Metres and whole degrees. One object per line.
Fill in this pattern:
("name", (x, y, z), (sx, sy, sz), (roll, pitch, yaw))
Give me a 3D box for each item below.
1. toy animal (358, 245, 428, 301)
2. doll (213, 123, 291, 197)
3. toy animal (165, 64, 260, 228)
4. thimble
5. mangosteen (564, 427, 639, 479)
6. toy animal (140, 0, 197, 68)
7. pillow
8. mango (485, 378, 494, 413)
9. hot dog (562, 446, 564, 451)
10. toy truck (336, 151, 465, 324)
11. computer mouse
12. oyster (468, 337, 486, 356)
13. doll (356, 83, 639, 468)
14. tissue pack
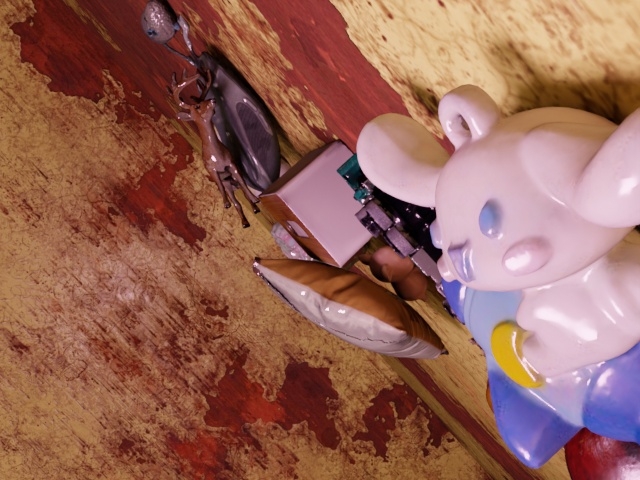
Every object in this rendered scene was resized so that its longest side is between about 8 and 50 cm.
("toy animal", (0.146, 0.063, 1.205), (0.150, 0.089, 0.083), (35, 150, -22))
("doll", (-0.173, -0.177, 1.513), (0.296, 0.117, 0.141), (37, 156, 20))
("toy animal", (-0.195, -0.163, 1.206), (0.260, 0.087, 0.243), (62, 166, 15))
("thimble", (0.000, 0.000, 1.436), (0.185, 0.149, 0.211), (50, 171, -7))
("mangosteen", (0.336, 0.212, 0.619), (0.200, 0.200, 0.200), (46, 172, 8))
("toy animal", (-0.318, -0.421, 1.352), (0.079, 0.070, 0.253), (62, 177, 8))
("pillow", (0.063, 0.126, 1.196), (0.312, 0.119, 0.310), (24, 173, 26))
("mango", (0.359, 0.302, 1.247), (0.102, 0.085, 0.184), (47, 178, 2))
("hot dog", (0.472, 0.390, 1.226), (0.133, 0.041, 0.056), (43, 172, 27))
("toy truck", (0.132, -0.017, 0.803), (0.253, 0.114, 0.124), (48, -174, -4))
("computer mouse", (-0.164, -0.263, 1.267), (0.379, 0.090, 0.167), (64, 160, -15))
("oyster", (0.319, 0.211, 1.123), (0.148, 0.051, 0.103), (53, -173, 26))
("doll", (0.185, 0.045, 0.520), (0.366, 0.187, 0.376), (57, -172, -16))
("tissue pack", (0.005, -0.063, 1.133), (0.159, 0.136, 0.246), (49, 171, -10))
